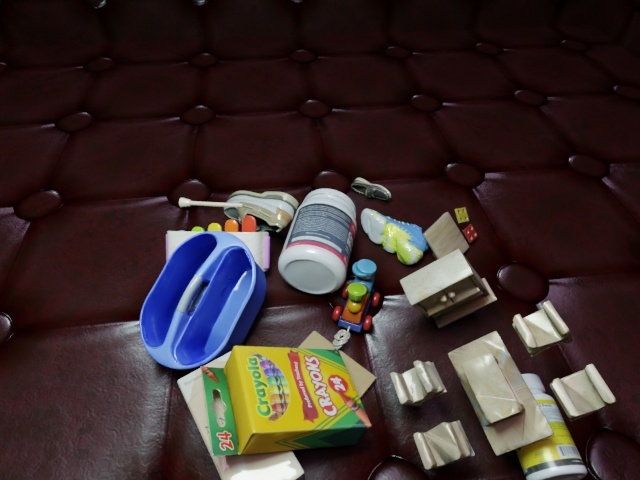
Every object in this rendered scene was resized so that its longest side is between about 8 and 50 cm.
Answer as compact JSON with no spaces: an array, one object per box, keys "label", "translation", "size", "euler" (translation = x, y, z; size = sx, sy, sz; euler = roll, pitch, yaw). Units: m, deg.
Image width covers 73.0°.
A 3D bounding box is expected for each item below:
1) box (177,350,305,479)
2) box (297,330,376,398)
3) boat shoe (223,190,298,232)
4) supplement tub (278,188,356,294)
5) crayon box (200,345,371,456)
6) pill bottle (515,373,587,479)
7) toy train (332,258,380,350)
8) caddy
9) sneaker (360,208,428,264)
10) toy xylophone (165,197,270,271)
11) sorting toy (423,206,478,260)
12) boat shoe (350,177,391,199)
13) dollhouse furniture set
[{"label":"box","translation":[-0.173,0.411,0.924],"size":[0.148,0.121,0.311],"euler":[-27,54,-23]},{"label":"box","translation":[0.008,0.337,1.062],"size":[0.201,0.021,0.164],"euler":[33,55,24]},{"label":"boat shoe","translation":[-0.205,-0.083,1.324],"size":[0.302,0.113,0.103],"euler":[-1,59,44]},{"label":"supplement tub","translation":[0.000,0.000,1.250],"size":[0.191,0.191,0.272],"euler":[10,49,7]},{"label":"crayon box","translation":[-0.073,0.323,0.895],"size":[0.319,0.081,0.202],"euler":[10,33,-31]},{"label":"pill bottle","translation":[0.471,0.409,0.944],"size":[0.119,0.119,0.208],"euler":[-3,48,-4]},{"label":"toy train","translation":[0.086,0.172,1.116],"size":[0.105,0.143,0.248],"euler":[15,42,13]},{"label":"caddy","translation":[-0.284,0.145,1.058],"size":[0.241,0.179,0.341],"euler":[21,77,18]},{"label":"sneaker","translation":[0.238,-0.023,1.360],"size":[0.126,0.091,0.240],"euler":[-23,59,-36]},{"label":"toy xylophone","translation":[-0.299,0.002,1.232],"size":[0.323,0.236,0.081],"euler":[9,4,7]},{"label":"sorting toy","translation":[0.377,-0.001,1.320],"size":[0.274,0.046,0.132],"euler":[-38,99,-32]},{"label":"boat shoe","translation":[0.173,-0.170,1.503],"size":[0.152,0.056,0.049],"euler":[26,57,33]},{"label":"dollhouse furniture set","translation":[0.363,0.256,0.979],"size":[0.362,0.256,0.394],"euler":[-32,55,18]}]
